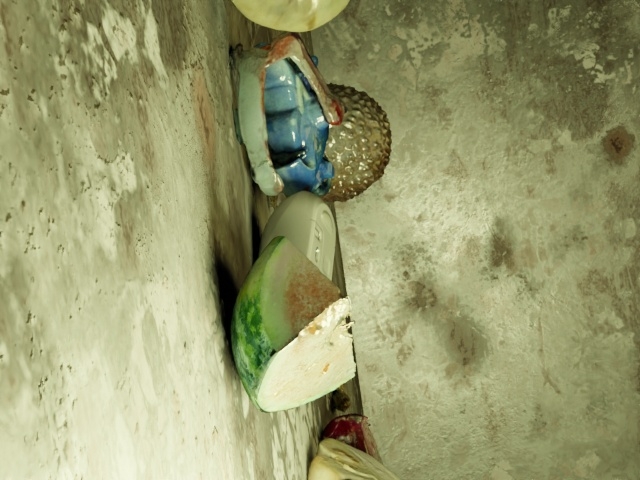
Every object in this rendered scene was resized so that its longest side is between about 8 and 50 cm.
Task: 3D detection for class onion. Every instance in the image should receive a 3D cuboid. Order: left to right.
[{"bbox_3d":[0.075,0.538,1.995,0.218,0.140,0.195,-76,153,-77],"label":"onion"}]

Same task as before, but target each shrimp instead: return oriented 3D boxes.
[{"bbox_3d":[0.060,0.454,2.450,0.236,0.053,0.133,-17,101,-88],"label":"shrimp"}]

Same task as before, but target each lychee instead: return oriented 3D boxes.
[{"bbox_3d":[0.021,-0.228,1.898,0.300,0.300,0.300,-8,90,-85],"label":"lychee"}]

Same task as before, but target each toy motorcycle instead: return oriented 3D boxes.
[{"bbox_3d":[-0.078,-0.214,1.502,0.182,0.241,0.319,5,-66,54],"label":"toy motorcycle"}]

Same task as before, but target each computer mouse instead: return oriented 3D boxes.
[{"bbox_3d":[-0.052,0.056,1.439,0.184,0.121,0.296,51,44,-68],"label":"computer mouse"}]

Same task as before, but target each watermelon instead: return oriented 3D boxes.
[{"bbox_3d":[-0.033,0.137,1.153,0.305,0.180,0.223,77,21,-62],"label":"watermelon"}]

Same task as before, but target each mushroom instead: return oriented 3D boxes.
[{"bbox_3d":[-0.075,-0.519,1.429,0.336,0.315,0.314,6,-74,64],"label":"mushroom"},{"bbox_3d":[0.036,0.539,1.753,0.236,0.173,0.162,25,94,-42],"label":"mushroom"}]

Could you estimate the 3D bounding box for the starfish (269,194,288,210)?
[{"bbox_3d":[-0.105,-0.157,1.652,0.150,0.053,0.209,-111,-178,-48],"label":"starfish"}]
